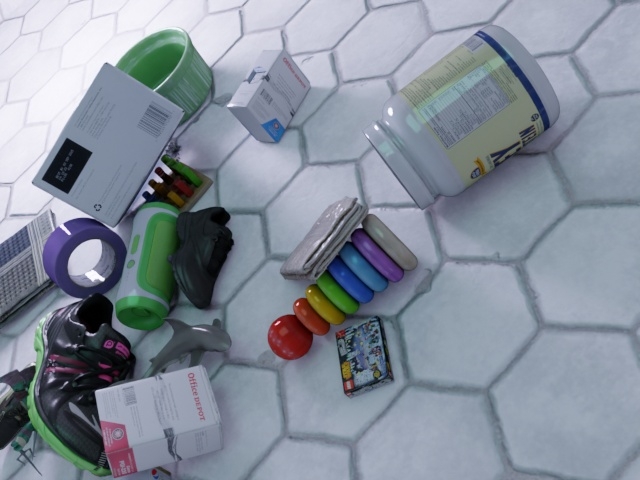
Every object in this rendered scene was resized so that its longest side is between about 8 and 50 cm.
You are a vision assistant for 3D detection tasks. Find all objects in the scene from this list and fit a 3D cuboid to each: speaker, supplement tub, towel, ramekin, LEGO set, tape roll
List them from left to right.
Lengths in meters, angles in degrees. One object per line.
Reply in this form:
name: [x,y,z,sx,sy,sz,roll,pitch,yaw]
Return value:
towel: [-0.841,0.090,2.229,0.312,0.056,0.324,-36,42,3]
tape roll: [-0.580,0.043,1.972,0.080,0.189,0.189,27,75,45]
speaker: [-0.398,0.057,1.878,0.131,0.131,0.296,-17,50,24]
ramekin: [-0.459,-0.452,2.299,0.303,0.148,0.303,-19,48,23]
LEGO set: [-0.407,-0.246,2.193,0.054,0.023,0.083,-45,44,-3]
towel: [0.000,0.000,1.599,0.187,0.049,0.282,-51,8,-11]
supplement tub: [0.269,-0.233,1.558,0.325,0.235,0.235,-37,44,6]

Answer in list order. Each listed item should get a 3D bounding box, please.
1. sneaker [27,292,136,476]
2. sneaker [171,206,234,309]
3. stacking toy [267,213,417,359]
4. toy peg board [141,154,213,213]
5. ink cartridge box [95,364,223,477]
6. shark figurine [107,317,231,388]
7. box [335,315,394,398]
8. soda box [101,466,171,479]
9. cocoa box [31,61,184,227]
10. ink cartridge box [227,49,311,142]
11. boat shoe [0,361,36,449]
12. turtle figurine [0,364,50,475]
sneaker: [-0.508,0.289,1.738,0.202,0.185,0.482,-37,45,11]
sneaker: [-0.262,0.026,1.830,0.130,0.109,0.286,-19,50,14]
stacking toy: [0.028,0.106,1.550,0.330,0.141,0.141,-44,44,4]
toy peg board: [-0.389,-0.137,2.057,0.160,0.079,0.161,-51,44,-9]
ink cartridge box: [-0.311,0.347,1.553,0.218,0.092,0.158,-13,43,-14]
shark figurine: [-0.314,0.222,1.690,0.278,0.116,0.166,-32,29,15]
box: [0.081,0.216,1.493,0.094,0.027,0.137,-25,47,18]
soda box: [-0.399,0.508,1.569,0.216,0.074,0.069,-26,46,17]
cocoa box: [-0.531,-0.235,2.033,0.347,0.231,0.228,-60,11,-3]
ink cartridge box: [-0.125,-0.362,2.003,0.082,0.139,0.190,9,62,41]
boat shoe: [-0.702,0.387,1.871,0.073,0.080,0.223,0,53,41]
turtle figurine: [-0.626,0.395,1.775,0.118,0.175,0.234,-26,83,-10]
